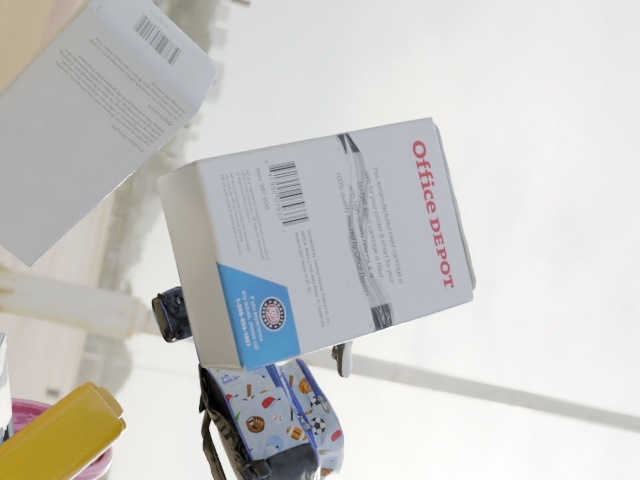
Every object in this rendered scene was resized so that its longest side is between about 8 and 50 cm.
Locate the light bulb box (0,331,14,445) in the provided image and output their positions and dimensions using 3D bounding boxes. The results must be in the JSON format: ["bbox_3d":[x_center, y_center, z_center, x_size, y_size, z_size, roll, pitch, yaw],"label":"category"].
[{"bbox_3d":[-0.722,0.347,1.728,0.225,0.361,0.357,-93,-173,-59],"label":"light bulb box"}]

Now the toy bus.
[{"bbox_3d":[-0.412,0.320,1.532,0.130,0.108,0.333,-39,180,35],"label":"toy bus"}]

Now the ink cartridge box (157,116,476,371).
[{"bbox_3d":[0.000,0.000,1.475,0.166,0.395,0.285,-10,-87,61],"label":"ink cartridge box"}]

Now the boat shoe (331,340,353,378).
[{"bbox_3d":[0.039,0.210,1.948,0.046,0.038,0.125,65,22,-47],"label":"boat shoe"}]

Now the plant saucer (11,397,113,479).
[{"bbox_3d":[-0.600,0.433,2.110,0.332,0.332,0.084,-121,-130,-75],"label":"plant saucer"}]

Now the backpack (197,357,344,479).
[{"bbox_3d":[-0.087,0.297,1.641,0.263,0.213,0.276,53,-25,28],"label":"backpack"}]

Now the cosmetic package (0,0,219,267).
[{"bbox_3d":[-0.336,-0.156,1.373,0.366,0.197,0.155,-36,-158,25],"label":"cosmetic package"}]

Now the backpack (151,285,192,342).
[{"bbox_3d":[-0.268,0.138,1.999,0.084,0.114,0.105,-18,-87,55],"label":"backpack"}]
